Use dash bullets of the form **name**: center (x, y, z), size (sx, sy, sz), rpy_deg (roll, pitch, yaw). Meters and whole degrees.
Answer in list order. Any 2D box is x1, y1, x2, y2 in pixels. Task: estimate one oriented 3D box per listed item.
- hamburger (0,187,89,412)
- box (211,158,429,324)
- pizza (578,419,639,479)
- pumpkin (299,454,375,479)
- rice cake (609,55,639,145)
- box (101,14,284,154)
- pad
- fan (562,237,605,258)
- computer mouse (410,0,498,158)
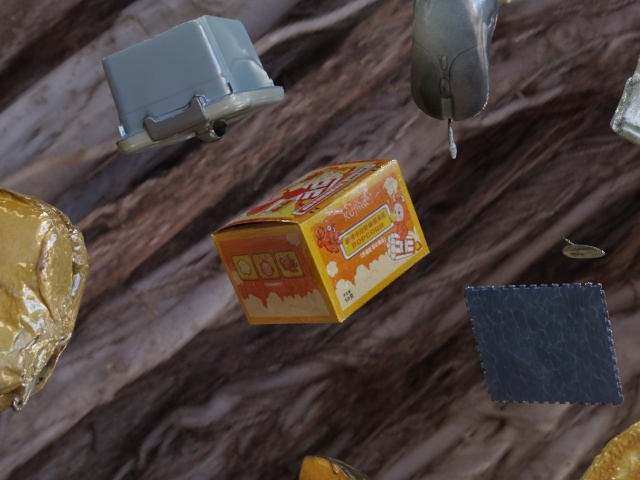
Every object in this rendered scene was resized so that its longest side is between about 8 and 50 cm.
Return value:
- **hamburger**: center (-0.424, 0.074, 1.266), size (0.259, 0.283, 0.144), rpy_deg (17, -12, 14)
- **box**: center (0.000, 0.000, 1.887), size (0.259, 0.283, 0.214), rpy_deg (-7, -68, 47)
- **pizza**: center (0.453, 0.405, 1.520), size (0.087, 0.257, 0.268), rpy_deg (45, 31, -42)
- **pumpkin**: center (0.103, 0.378, 1.171), size (0.290, 0.095, 0.258), rpy_deg (40, 8, -8)
- **rice cake**: center (0.376, -0.190, 1.045), size (0.085, 0.226, 0.040), rpy_deg (28, -12, -9)
- **box**: center (-0.146, -0.175, 1.166), size (0.227, 0.162, 0.130), rpy_deg (-47, 117, -75)
- **pad**: center (0.419, 0.198, 1.896), size (0.269, 0.012, 0.270), rpy_deg (-5, -64, 29)
- **fan**: center (0.367, 0.014, 1.451), size (0.080, 0.003, 0.060), rpy_deg (17, -20, -17)
- **computer mouse**: center (0.246, -0.333, 1.905), size (0.167, 0.090, 0.379), rpy_deg (4, -70, 22)
